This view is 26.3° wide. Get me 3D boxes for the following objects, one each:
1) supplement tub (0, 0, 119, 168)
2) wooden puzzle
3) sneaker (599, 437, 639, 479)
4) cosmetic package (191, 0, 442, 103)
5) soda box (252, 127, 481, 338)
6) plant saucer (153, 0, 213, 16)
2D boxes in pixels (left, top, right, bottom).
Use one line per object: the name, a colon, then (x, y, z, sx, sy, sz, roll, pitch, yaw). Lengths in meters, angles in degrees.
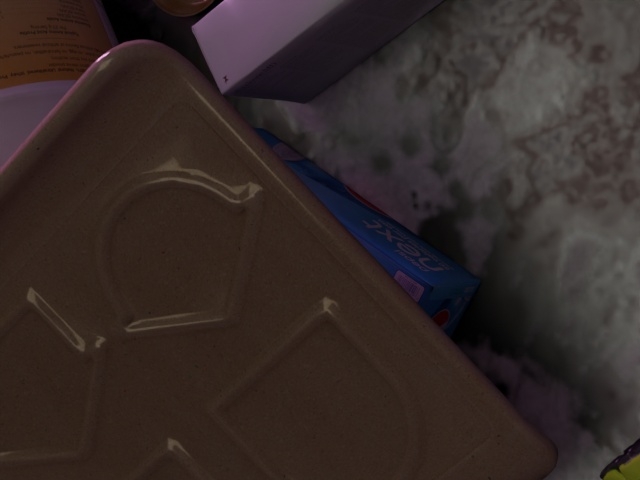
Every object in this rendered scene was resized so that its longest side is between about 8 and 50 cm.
supplement tub: (-0.251, -0.106, 0.982, 0.228, 0.228, 0.316, -34, 68, 30)
wooden puzzle: (-0.079, 0.093, 0.845, 0.348, 0.080, 0.322, 45, 117, -5)
sneaker: (0.300, 0.091, 0.729, 0.300, 0.111, 0.121, -42, 80, 34)
cosmetic package: (0.036, -0.178, 0.881, 0.239, 0.099, 0.060, -34, 75, 29)
soda box: (0.000, 0.000, 0.929, 0.210, 0.071, 0.067, 37, 111, 27)
plant saucer: (-0.096, -0.207, 1.016, 0.083, 0.015, 0.083, 2, 93, 34)
